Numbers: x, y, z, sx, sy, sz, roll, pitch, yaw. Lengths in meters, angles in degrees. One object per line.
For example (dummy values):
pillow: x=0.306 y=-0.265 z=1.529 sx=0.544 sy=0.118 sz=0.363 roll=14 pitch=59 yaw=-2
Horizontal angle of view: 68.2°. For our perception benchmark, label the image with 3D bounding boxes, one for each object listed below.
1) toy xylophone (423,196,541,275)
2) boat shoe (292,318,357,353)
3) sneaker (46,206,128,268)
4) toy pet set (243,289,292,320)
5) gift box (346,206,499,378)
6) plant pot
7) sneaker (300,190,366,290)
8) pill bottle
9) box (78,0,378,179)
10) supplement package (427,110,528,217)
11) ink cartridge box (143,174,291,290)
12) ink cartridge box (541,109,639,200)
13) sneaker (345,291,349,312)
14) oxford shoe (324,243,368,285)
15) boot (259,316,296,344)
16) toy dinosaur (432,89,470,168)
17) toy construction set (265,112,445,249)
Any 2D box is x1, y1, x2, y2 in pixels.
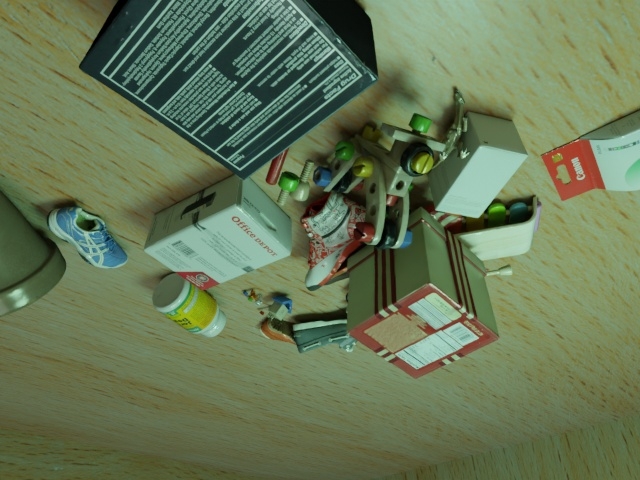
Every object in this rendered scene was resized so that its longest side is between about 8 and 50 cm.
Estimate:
toy xylophone: x=0.370 y=0.004 z=1.152 sx=0.322 sy=0.081 sz=0.236 roll=-5 pitch=141 yaw=4
boat shoe: x=0.072 y=0.292 z=1.457 sx=0.319 sy=0.099 sz=0.116 roll=-6 pitch=170 yaw=12
sneaker: x=-0.533 y=-0.003 z=1.115 sx=0.081 sy=0.080 sz=0.211 roll=-16 pitch=140 yaw=22
toy pet set: x=-0.145 y=0.178 z=1.386 sx=0.114 sy=0.065 sz=0.122 roll=17 pitch=150 yaw=36
gift box: x=0.230 y=0.101 z=1.014 sx=0.276 sy=0.258 sz=0.255 roll=-34 pitch=120 yaw=28
plant pot: x=-0.726 y=0.009 z=1.021 sx=0.262 sy=0.263 sz=0.230 roll=-3 pitch=123 yaw=2
sneaker: x=0.001 y=-0.001 z=1.107 sx=0.145 sy=0.090 sz=0.270 roll=32 pitch=126 yaw=-13
pill bottle: x=-0.360 y=0.190 z=1.329 sx=0.117 sy=0.118 sz=0.208 roll=-17 pitch=139 yaw=19
box: x=-0.122 y=-0.290 z=0.691 sx=0.296 sy=0.183 sz=0.294 roll=-29 pitch=133 yaw=32
supplement package: x=0.306 y=-0.147 z=0.945 sx=0.105 sy=0.105 sz=0.179 roll=9 pitch=141 yaw=-12
ink cartridge box: x=-0.227 y=-0.013 z=1.084 sx=0.272 sy=0.114 sz=0.197 roll=-21 pitch=136 yaw=24
ink cartridge box: x=0.604 y=-0.159 z=0.983 sx=0.224 sy=0.056 sz=0.181 roll=-26 pitch=135 yaw=25
sneaker: x=0.117 y=0.146 z=1.320 sx=0.086 sy=0.085 sz=0.237 roll=5 pitch=138 yaw=0
oxford shoe: x=0.107 y=0.064 z=1.190 sx=0.271 sy=0.097 sz=0.098 roll=-27 pitch=118 yaw=28
boot: x=-0.121 y=0.301 z=1.528 sx=0.157 sy=0.059 sz=0.084 roll=34 pitch=133 yaw=-25
toy dinosaur: x=0.250 y=-0.187 z=0.901 sx=0.053 sy=0.093 sz=0.183 roll=12 pitch=130 yaw=-1
toy construction set: x=0.075 y=-0.154 z=0.876 sx=0.308 sy=0.258 sz=0.237 roll=17 pitch=121 yaw=-10
